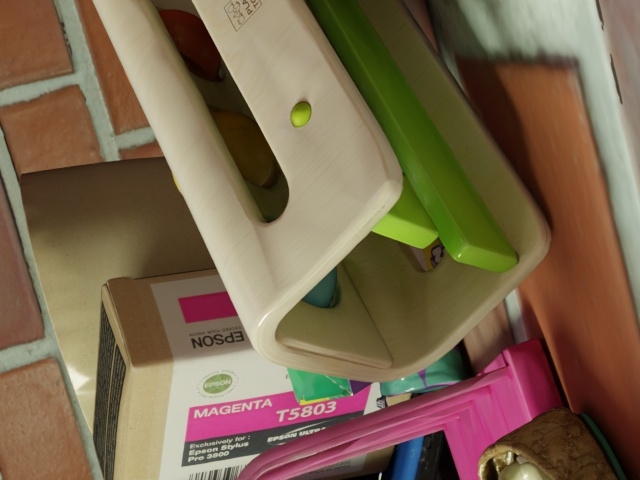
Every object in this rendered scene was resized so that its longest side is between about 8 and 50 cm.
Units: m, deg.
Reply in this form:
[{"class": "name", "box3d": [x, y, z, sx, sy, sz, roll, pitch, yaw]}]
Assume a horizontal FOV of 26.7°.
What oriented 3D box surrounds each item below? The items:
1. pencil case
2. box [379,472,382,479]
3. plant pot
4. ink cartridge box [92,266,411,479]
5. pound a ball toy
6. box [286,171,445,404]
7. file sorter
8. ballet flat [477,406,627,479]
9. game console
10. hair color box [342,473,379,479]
[{"class": "pencil case", "box3d": [0.050, 0.033, 0.921, 0.070, 0.064, 0.152, -19, 87, 63]}, {"class": "box", "box3d": [0.029, 0.261, 1.428, 0.072, 0.126, 0.137, -113, 8, -53]}, {"class": "plant pot", "box3d": [-0.091, 0.025, 1.177, 0.256, 0.274, 0.256, 162, 90, -84]}, {"class": "ink cartridge box", "box3d": [-0.049, 0.108, 1.030, 0.193, 0.234, 0.088, 102, 153, -45]}, {"class": "pound a ball toy", "box3d": [-0.059, -0.092, 0.654, 0.208, 0.136, 0.319, 16, -144, -47]}, {"class": "box", "box3d": [0.034, 0.020, 0.795, 0.179, 0.043, 0.105, -24, -81, -57]}, {"class": "file sorter", "box3d": [0.053, 0.203, 0.799, 0.291, 0.182, 0.202, 99, 153, -76]}, {"class": "ballet flat", "box3d": [0.120, 0.145, 0.578, 0.206, 0.067, 0.073, -121, 17, -65]}, {"class": "game console", "box3d": [0.124, 0.275, 1.093, 0.293, 0.173, 0.250, 99, -176, -76]}, {"class": "hair color box", "box3d": [-0.052, 0.250, 1.162, 0.374, 0.185, 0.114, -73, -2, -70]}]
